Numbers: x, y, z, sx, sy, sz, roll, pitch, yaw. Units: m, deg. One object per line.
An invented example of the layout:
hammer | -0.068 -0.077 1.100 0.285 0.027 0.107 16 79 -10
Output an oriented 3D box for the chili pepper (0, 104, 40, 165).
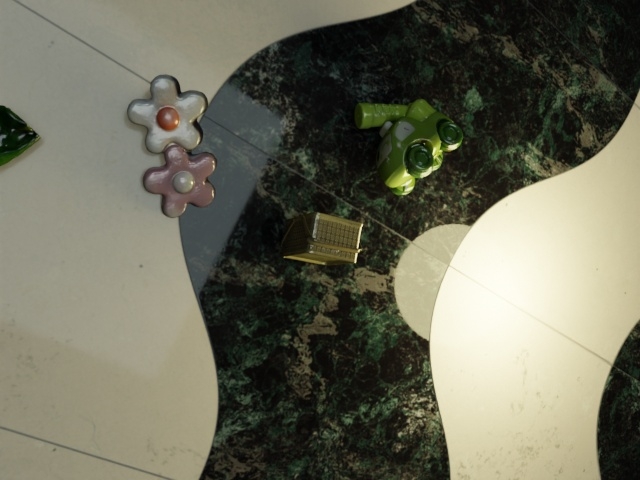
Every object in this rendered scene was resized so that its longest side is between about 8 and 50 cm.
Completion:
chili pepper | -0.582 -0.133 0.851 0.253 0.083 0.099 -30 96 -22

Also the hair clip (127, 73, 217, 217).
hair clip | -0.268 -0.171 0.989 0.146 0.075 0.257 -15 105 -26

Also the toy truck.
toy truck | 0.190 -0.223 1.146 0.186 0.148 0.211 -23 78 -18

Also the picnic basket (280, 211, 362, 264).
picnic basket | 0.000 0.000 1.067 0.115 0.164 0.080 12 81 -24
